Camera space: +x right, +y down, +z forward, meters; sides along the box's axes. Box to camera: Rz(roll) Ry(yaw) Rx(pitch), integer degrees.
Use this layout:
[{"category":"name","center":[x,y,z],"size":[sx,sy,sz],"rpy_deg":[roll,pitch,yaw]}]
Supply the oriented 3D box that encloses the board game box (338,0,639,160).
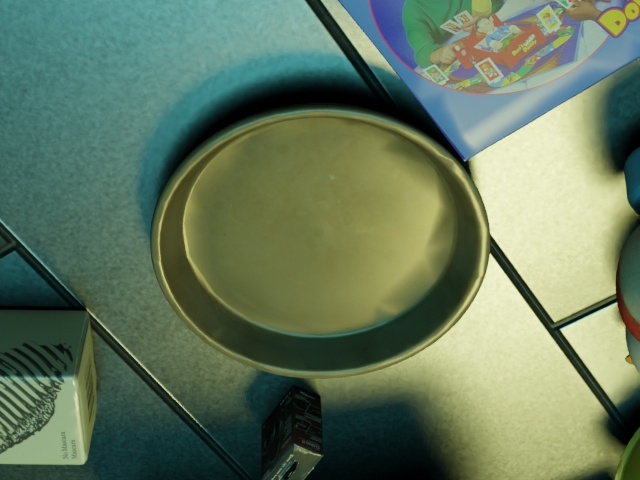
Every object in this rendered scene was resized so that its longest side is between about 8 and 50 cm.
[{"category":"board game box","center":[0.178,-0.237,0.956],"size":[0.347,0.078,0.233],"rpy_deg":[-30,121,20]}]

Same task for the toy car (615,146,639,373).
[{"category":"toy car","center":[0.335,0.063,1.141],"size":[0.210,0.219,0.238],"rpy_deg":[-3,155,1]}]

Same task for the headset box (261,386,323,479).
[{"category":"headset box","center":[-0.026,0.184,1.262],"size":[0.032,0.083,0.062],"rpy_deg":[24,123,-18]}]

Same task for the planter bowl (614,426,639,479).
[{"category":"planter bowl","center":[0.378,0.241,1.247],"size":[0.217,0.090,0.217],"rpy_deg":[0,96,-5]}]

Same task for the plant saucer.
[{"category":"plant saucer","center":[0.000,0.000,1.154],"size":[0.278,0.041,0.277],"rpy_deg":[0,127,0]}]

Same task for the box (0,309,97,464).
[{"category":"box","center":[-0.337,0.125,1.209],"size":[0.275,0.094,0.113],"rpy_deg":[-1,126,-1]}]
